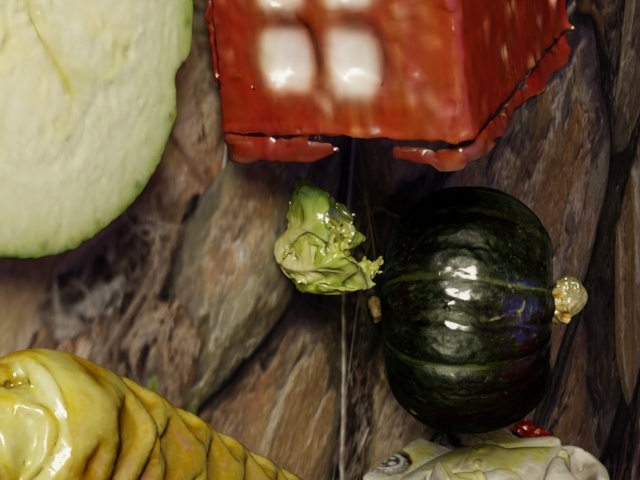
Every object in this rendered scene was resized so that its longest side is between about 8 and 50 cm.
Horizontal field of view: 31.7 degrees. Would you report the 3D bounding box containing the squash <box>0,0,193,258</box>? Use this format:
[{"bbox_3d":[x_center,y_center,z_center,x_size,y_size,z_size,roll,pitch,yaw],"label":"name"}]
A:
[{"bbox_3d":[-0.127,-0.101,0.434,0.219,0.041,0.219,-18,111,-59],"label":"squash"}]

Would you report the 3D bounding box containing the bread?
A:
[{"bbox_3d":[-0.069,0.141,0.586,0.367,0.084,0.077,48,16,-57],"label":"bread"}]

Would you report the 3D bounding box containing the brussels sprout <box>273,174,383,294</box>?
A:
[{"bbox_3d":[0.000,0.000,0.713,0.085,0.058,0.085,47,27,-33],"label":"brussels sprout"}]

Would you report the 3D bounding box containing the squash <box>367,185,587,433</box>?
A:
[{"bbox_3d":[0.113,0.054,0.856,0.193,0.156,0.193,22,90,-86],"label":"squash"}]

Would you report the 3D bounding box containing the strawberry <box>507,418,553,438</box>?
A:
[{"bbox_3d":[0.200,0.295,1.179,0.174,0.098,0.228,-45,137,-50],"label":"strawberry"}]

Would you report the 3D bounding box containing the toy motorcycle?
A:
[{"bbox_3d":[0.149,0.229,0.912,0.341,0.223,0.107,-18,119,-60],"label":"toy motorcycle"}]

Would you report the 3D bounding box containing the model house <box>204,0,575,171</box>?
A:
[{"bbox_3d":[0.036,-0.187,0.601,0.196,0.160,0.253,-45,136,-50],"label":"model house"}]
